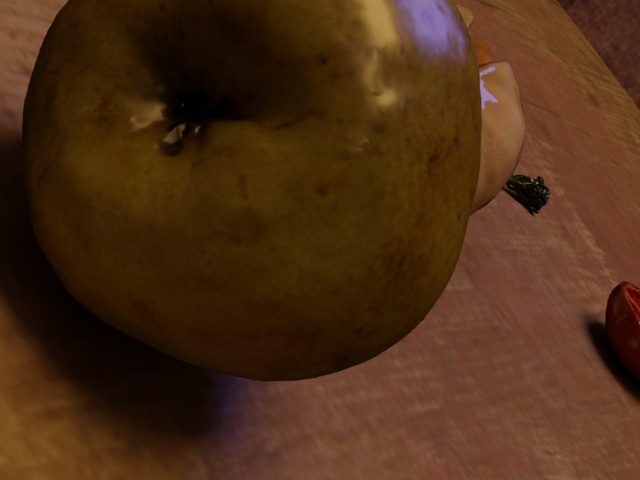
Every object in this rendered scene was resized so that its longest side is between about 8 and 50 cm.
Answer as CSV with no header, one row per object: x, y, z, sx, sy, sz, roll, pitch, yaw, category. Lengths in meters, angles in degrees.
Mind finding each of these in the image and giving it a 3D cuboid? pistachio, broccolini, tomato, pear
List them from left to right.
-0.038,-0.059,0.921,0.304,0.304,0.304,42,22,-21,pear
0.076,-0.111,1.328,0.230,0.230,0.309,52,3,5,pistachio
0.233,-0.088,1.886,0.218,0.042,0.044,22,35,-41,broccolini
0.400,0.129,1.796,0.155,0.069,0.155,46,21,-23,tomato
